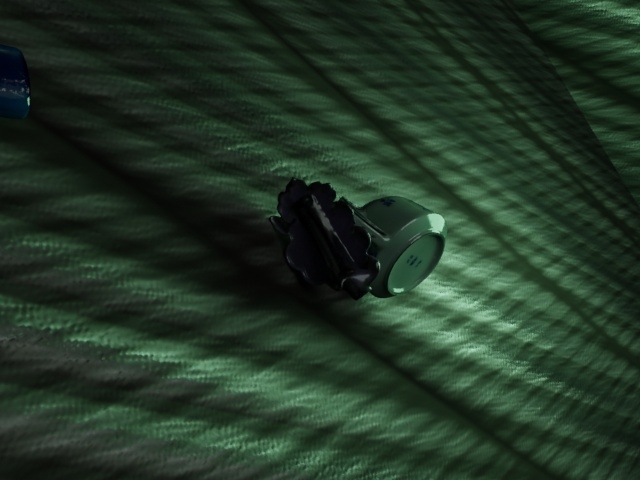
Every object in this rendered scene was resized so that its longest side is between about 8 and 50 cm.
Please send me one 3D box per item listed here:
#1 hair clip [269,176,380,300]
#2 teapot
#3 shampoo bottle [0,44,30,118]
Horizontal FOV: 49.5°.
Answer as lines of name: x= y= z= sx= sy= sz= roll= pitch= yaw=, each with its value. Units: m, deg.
hair clip: x=0.000 y=0.000 z=0.966 sx=0.195 sy=0.124 sz=0.052 roll=57 pitch=15 yaw=13
teapot: x=0.098 y=-0.006 z=1.069 sx=0.232 sy=0.159 sz=0.158 roll=27 pitch=49 yaw=-56
shampoo bottle: x=-0.395 y=-0.175 z=0.708 sx=0.183 sy=0.050 sz=0.087 roll=0 pitch=72 yaw=-46
